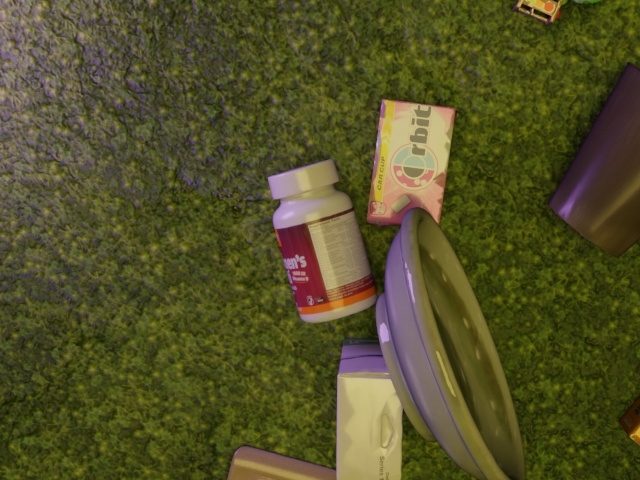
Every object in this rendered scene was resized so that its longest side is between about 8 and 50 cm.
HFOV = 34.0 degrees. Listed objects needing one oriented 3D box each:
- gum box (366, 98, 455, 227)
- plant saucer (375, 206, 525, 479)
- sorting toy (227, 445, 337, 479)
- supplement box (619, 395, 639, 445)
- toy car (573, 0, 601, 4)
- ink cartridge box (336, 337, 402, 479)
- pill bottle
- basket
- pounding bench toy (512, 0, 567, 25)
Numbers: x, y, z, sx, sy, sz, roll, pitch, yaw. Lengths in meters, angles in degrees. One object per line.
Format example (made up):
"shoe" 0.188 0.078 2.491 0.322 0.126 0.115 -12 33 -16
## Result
"gum box" 0.132 -0.108 1.542 0.107 0.062 0.188 7 97 3
"plant saucer" 0.160 0.155 1.410 0.100 0.400 0.400 -21 95 15
"sorting toy" -0.012 0.467 1.631 0.307 0.041 0.229 15 98 2
"supplement box" 0.547 0.212 1.547 0.080 0.078 0.233 34 97 -1
"toy car" 0.369 -0.440 1.436 0.239 0.053 0.225 3 92 32
"ink cartridge box" 0.072 0.240 1.508 0.092 0.219 0.160 0 97 4
"pill bottle" 0.000 0.000 1.534 0.121 0.121 0.221 -16 95 5
"basket" 0.441 -0.103 1.478 0.204 0.154 0.227 46 107 30
"pounding bench toy" 0.325 -0.359 1.505 0.065 0.052 0.083 23 97 1
